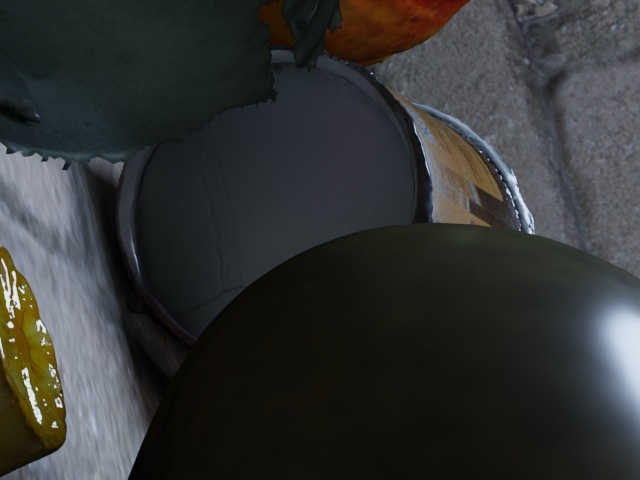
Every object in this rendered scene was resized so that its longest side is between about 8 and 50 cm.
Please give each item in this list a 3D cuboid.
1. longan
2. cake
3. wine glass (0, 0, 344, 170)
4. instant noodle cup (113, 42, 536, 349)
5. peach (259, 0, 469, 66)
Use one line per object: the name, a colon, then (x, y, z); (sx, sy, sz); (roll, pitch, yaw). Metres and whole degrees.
longan: (0.045, 0.150, 0.697); (0.319, 0.318, 0.319); (-18, 90, -83)
cake: (-0.119, 0.042, 0.639); (0.084, 0.044, 0.084); (-17, 90, -85)
wine glass: (-0.108, -0.207, 0.805); (0.190, 0.190, 0.357); (63, 8, -55)
instant noodle cup: (0.000, 0.000, 1.042); (0.207, 0.217, 0.217); (35, 38, -72)
peach: (-0.029, -0.292, 1.173); (0.290, 0.372, 0.373); (2, -65, 56)
